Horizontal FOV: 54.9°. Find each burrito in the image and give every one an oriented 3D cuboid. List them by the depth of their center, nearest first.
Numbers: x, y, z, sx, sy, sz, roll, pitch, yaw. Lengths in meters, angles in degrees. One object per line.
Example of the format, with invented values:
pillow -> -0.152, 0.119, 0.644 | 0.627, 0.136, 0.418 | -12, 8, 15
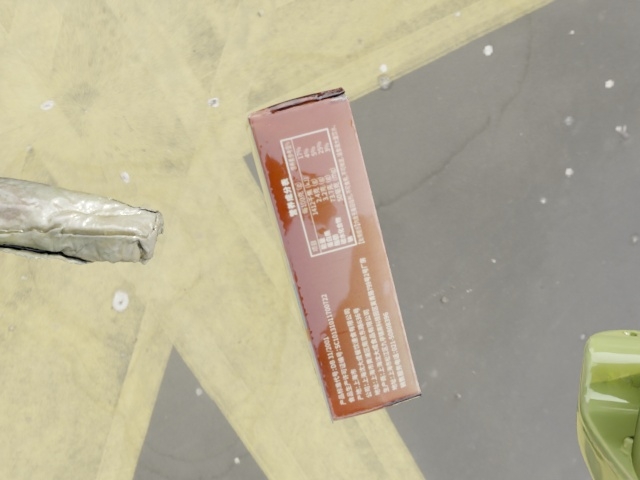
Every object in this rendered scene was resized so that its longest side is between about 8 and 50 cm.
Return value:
burrito -> -0.215, -0.014, 0.463 | 0.188, 0.045, 0.058 | 10, 55, -16

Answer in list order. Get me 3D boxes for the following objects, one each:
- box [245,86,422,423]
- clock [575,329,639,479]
box -> 0.000, 0.000, 0.878 | 0.122, 0.344, 0.385 | -16, 100, -5
clock -> 0.288, 0.141, 0.335 | 0.235, 0.308, 0.096 | 4, 103, 10
